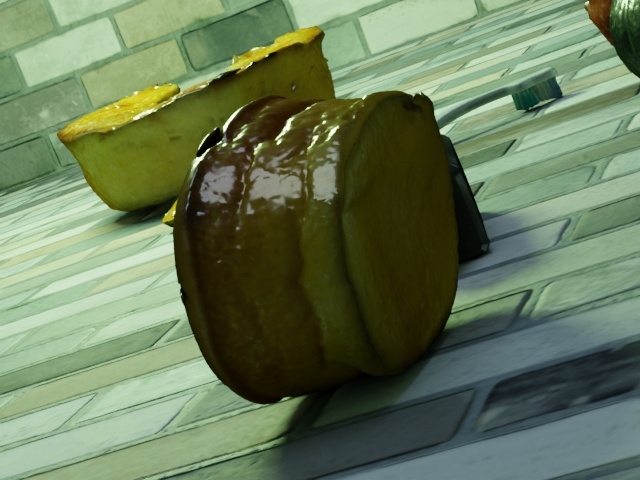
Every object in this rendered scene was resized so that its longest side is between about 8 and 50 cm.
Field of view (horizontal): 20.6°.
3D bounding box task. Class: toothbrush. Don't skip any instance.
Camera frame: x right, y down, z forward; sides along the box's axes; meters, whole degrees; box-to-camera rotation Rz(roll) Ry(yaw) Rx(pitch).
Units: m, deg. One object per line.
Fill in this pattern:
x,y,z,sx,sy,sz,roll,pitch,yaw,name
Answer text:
0.094,-0.112,2.077,0.418,0.040,0.042,-23,11,-7,toothbrush

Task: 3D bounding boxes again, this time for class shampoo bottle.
0.090,-0.028,1.477,0.079,0.080,0.246,-22,9,6,shampoo bottle

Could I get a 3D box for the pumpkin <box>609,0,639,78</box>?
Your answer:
0.397,-0.244,1.793,0.212,0.152,0.211,-27,22,11,pumpkin

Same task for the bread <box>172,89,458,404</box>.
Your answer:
0.000,0.000,1.171,0.143,0.195,0.269,-7,17,22,bread

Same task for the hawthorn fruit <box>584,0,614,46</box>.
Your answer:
0.429,-0.323,2.059,0.253,0.205,0.205,-17,10,14,hawthorn fruit

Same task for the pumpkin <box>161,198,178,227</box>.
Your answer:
-0.175,-0.036,2.288,0.050,0.028,0.083,-12,21,37,pumpkin

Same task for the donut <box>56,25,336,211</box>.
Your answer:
-0.180,-0.159,2.588,0.435,0.163,0.377,-18,10,23,donut
